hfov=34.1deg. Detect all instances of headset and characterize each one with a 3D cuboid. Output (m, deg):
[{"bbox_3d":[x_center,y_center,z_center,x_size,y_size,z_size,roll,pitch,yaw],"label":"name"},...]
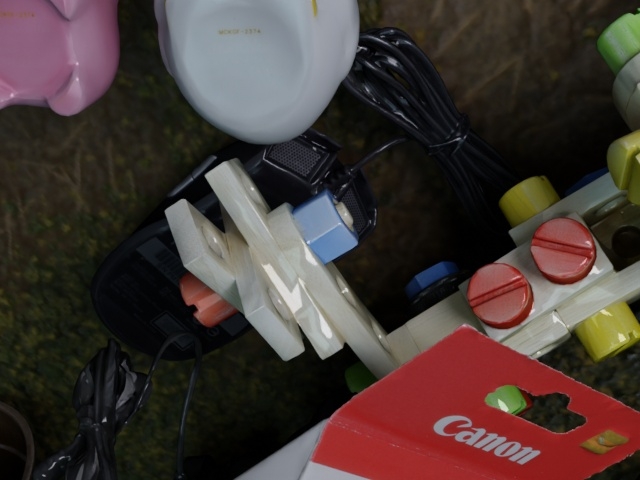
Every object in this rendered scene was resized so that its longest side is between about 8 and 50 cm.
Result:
[{"bbox_3d":[-0.015,0.201,0.674,0.243,0.185,0.394,-28,125,22],"label":"headset"}]

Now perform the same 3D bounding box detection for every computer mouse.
[{"bbox_3d":[0.000,0.000,0.632,0.184,0.060,0.262,40,115,-23],"label":"computer mouse"}]

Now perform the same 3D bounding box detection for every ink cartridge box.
[{"bbox_3d":[0.043,0.141,0.503,0.224,0.056,0.181,-36,137,29],"label":"ink cartridge box"}]

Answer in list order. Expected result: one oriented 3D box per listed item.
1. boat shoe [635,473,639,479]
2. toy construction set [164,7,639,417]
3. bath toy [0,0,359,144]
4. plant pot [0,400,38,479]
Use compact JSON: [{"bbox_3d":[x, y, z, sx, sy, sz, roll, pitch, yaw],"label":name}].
[{"bbox_3d":[0.335,0.211,0.689,0.302,0.091,0.114,32,164,-12],"label":"boat shoe"},{"bbox_3d":[0.102,0.001,0.488,0.327,0.215,0.151,-18,74,13],"label":"toy construction set"},{"bbox_3d":[-0.150,-0.137,0.525,0.348,0.129,0.151,7,119,5],"label":"bath toy"},{"bbox_3d":[-0.256,0.228,0.748,0.167,0.167,0.165,-6,128,11],"label":"plant pot"}]
